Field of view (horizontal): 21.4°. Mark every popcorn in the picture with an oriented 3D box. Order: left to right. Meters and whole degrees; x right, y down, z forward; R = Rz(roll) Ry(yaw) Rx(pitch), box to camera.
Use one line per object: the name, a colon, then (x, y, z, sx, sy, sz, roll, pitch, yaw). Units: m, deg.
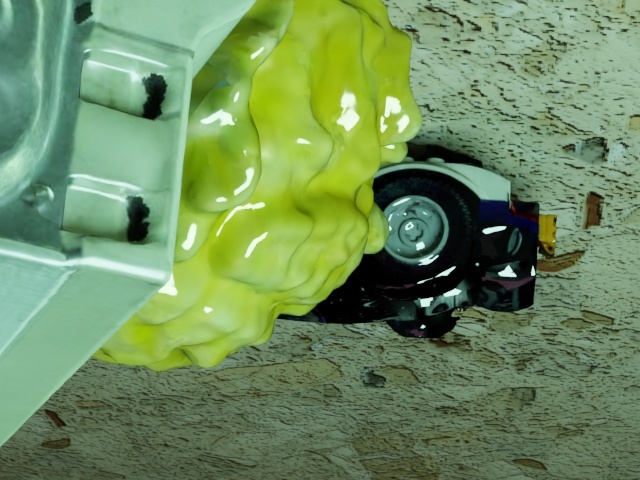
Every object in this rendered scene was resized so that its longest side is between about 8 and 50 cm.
popcorn: (-0.076, -0.063, 0.801, 0.249, 0.249, 0.225, -4, 169, 17)

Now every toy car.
toy car: (0.001, -0.002, 1.096, 0.301, 0.118, 0.193, 0, 165, 7)

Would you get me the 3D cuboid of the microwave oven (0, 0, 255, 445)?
microwave oven: (-0.169, -0.146, 0.487, 0.286, 0.355, 0.218, 14, 154, -21)
